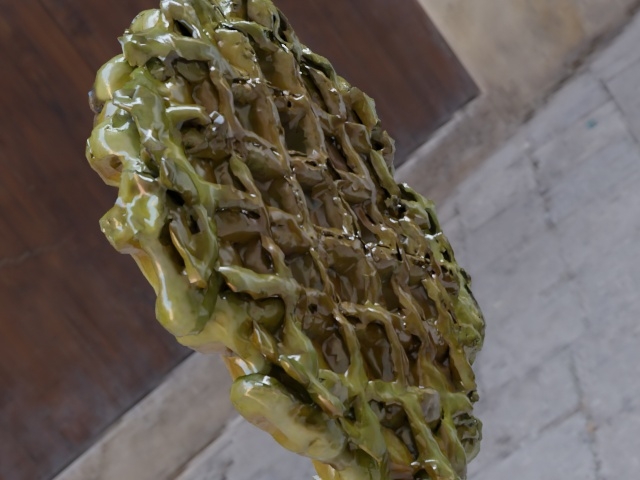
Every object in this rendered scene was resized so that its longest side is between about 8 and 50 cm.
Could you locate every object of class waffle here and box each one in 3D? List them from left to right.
[{"bbox_3d":[-0.001,0.001,0.567,0.052,0.254,0.245,-30,26,24],"label":"waffle"}]
